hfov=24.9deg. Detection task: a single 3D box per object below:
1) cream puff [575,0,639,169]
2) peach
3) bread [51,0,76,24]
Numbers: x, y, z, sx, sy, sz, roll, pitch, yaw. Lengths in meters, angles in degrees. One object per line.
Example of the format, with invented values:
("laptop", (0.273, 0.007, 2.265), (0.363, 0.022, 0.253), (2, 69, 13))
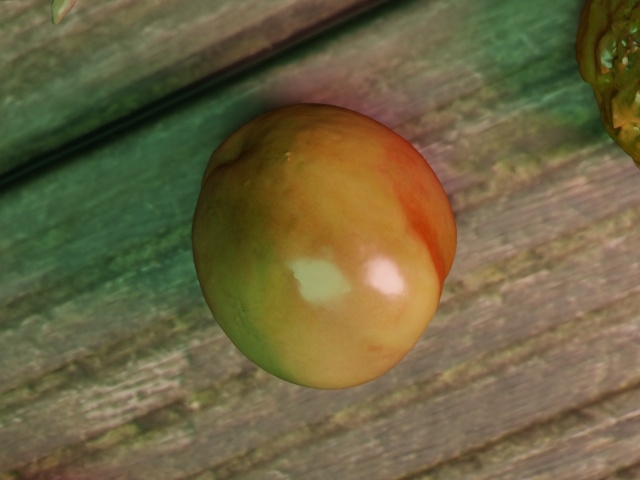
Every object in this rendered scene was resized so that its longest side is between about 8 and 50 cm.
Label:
("cream puff", (0.253, -0.114, 0.901), (0.189, 0.129, 0.189), (0, 116, -1))
("peach", (0.000, 0.000, 0.939), (0.184, 0.184, 0.184), (1, 114, 2))
("bread", (-0.312, -0.252, 0.738), (0.394, 0.250, 0.361), (-1, 146, 8))
